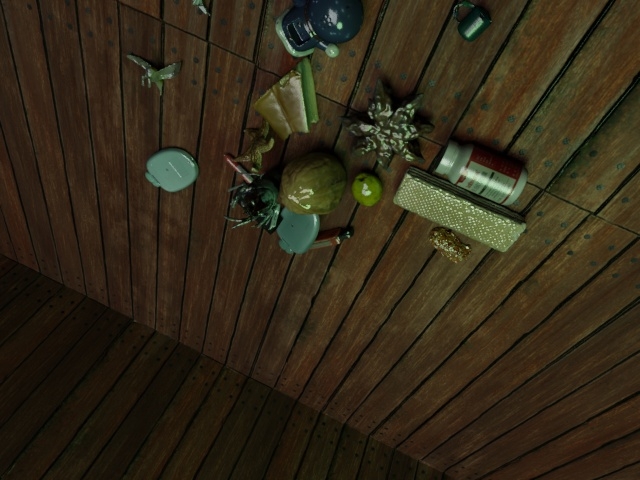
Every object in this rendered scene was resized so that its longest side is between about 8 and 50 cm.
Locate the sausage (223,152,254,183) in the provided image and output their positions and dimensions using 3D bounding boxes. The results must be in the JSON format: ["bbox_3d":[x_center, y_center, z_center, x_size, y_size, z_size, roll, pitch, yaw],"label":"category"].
[{"bbox_3d":[-0.286,-0.246,1.810,0.253,0.034,0.034,45,133,-13],"label":"sausage"}]

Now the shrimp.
[{"bbox_3d":[-0.208,-0.156,1.597,0.166,0.410,0.221,-30,109,35],"label":"shrimp"}]

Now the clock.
[{"bbox_3d":[0.006,-0.604,1.277,0.243,0.146,0.199,-7,122,40],"label":"clock"}]

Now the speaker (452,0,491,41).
[{"bbox_3d":[0.386,-0.567,1.191,0.075,0.060,0.094,-40,70,44],"label":"speaker"}]

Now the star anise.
[{"bbox_3d":[0.199,-0.355,1.428,0.316,0.108,0.315,14,142,11],"label":"star anise"}]

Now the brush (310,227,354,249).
[{"bbox_3d":[0.000,0.001,1.880,0.324,0.070,0.051,-11,124,37],"label":"brush"}]

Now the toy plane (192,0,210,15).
[{"bbox_3d":[-0.318,-0.769,1.308,0.273,0.107,0.182,-14,117,40],"label":"toy plane"}]

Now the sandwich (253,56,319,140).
[{"bbox_3d":[-0.074,-0.442,1.484,0.220,0.108,0.186,-29,113,38],"label":"sandwich"}]

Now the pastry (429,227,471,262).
[{"bbox_3d":[0.465,0.026,1.677,0.169,0.063,0.087,35,133,-5],"label":"pastry"}]

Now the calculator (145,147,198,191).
[{"bbox_3d":[-0.629,-0.289,1.938,0.295,0.042,0.184,-16,121,35],"label":"calculator"}]

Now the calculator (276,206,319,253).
[{"bbox_3d":[-0.097,-0.048,1.847,0.185,0.041,0.298,48,135,13],"label":"calculator"}]

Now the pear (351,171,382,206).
[{"bbox_3d":[0.164,-0.177,1.614,0.107,0.107,0.131,-4,139,29],"label":"pear"}]

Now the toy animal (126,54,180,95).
[{"bbox_3d":[-0.594,-0.571,1.630,0.219,0.095,0.155,19,131,11],"label":"toy animal"}]

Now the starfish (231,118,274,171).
[{"bbox_3d":[-0.222,-0.338,1.601,0.062,0.235,0.277,14,165,-31],"label":"starfish"}]

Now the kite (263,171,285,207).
[{"bbox_3d":[-0.197,-0.171,1.861,0.198,0.006,0.244,10,133,17],"label":"kite"}]

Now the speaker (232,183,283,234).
[{"bbox_3d":[-0.253,-0.127,1.863,0.218,0.044,0.082,43,135,6],"label":"speaker"}]

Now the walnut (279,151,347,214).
[{"bbox_3d":[-0.025,-0.190,1.581,0.225,0.261,0.224,23,129,31],"label":"walnut"}]

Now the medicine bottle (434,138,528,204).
[{"bbox_3d":[0.484,-0.208,1.406,0.250,0.131,0.131,24,136,4],"label":"medicine bottle"}]

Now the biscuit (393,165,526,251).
[{"bbox_3d":[0.461,-0.104,1.550,0.426,0.078,0.144,25,135,2],"label":"biscuit"}]
